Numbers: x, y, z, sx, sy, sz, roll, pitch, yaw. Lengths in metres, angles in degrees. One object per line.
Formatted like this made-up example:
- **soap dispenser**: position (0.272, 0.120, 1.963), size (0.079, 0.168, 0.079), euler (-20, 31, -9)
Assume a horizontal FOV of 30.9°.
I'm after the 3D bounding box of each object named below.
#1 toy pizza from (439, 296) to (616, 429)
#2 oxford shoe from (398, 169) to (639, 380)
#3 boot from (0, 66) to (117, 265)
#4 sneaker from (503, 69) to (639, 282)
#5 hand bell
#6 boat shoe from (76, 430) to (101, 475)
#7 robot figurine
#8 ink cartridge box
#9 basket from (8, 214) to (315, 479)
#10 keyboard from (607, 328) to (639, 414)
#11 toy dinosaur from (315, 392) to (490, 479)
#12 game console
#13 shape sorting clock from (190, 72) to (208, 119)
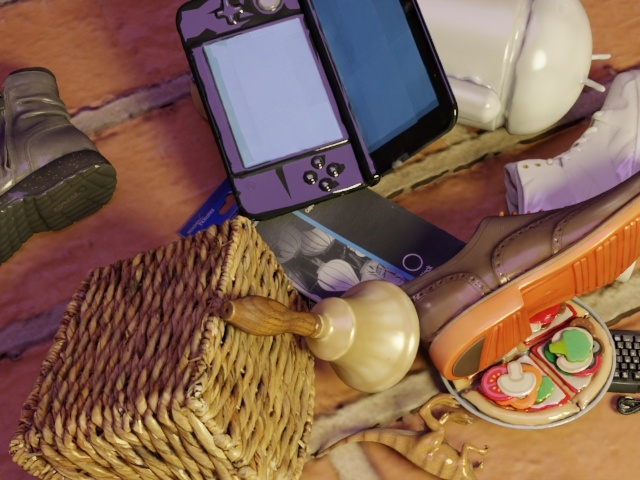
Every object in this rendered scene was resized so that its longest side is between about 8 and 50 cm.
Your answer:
- **toy pizza**: position (0.232, 0.123, 1.311), size (0.201, 0.032, 0.201), euler (-4, 49, 5)
- **oxford shoe**: position (0.249, 0.000, 1.283), size (0.363, 0.130, 0.133), euler (-32, 60, -10)
- **boot**: position (-0.444, -0.076, 1.441), size (0.338, 0.118, 0.223), euler (-26, 58, -25)
- **sneaker**: position (0.313, -0.101, 1.418), size (0.169, 0.108, 0.292), euler (12, 62, 5)
- **hand bell**: position (-0.017, 0.087, 1.185), size (0.126, 0.242, 0.126), euler (-9, 76, 37)
- **boat shoe**: position (-0.171, 0.345, 1.182), size (0.116, 0.123, 0.324), euler (-47, 70, 15)
- **robot figurine**: position (0.185, -0.247, 1.454), size (0.353, 0.200, 0.300), euler (14, 43, 11)
- **ink cartridge box**: position (0.000, 0.000, 1.397), size (0.332, 0.065, 0.165), euler (29, 65, 18)
- **basket**: position (-0.145, 0.158, 1.216), size (0.223, 0.213, 0.299), euler (-19, 33, 20)
- **keyboard**: position (0.367, 0.149, 1.318), size (0.180, 0.023, 0.108), euler (2, 60, 5)
- **toy dinosaur**: position (0.112, 0.223, 1.260), size (0.211, 0.064, 0.112), euler (23, 64, 15)
- **game console**: position (-0.015, -0.205, 1.338), size (0.250, 0.173, 0.293), euler (-18, 78, -8)
- **shape sorting clock**: position (-0.084, -0.239, 1.516), size (0.206, 0.040, 0.206), euler (-20, 53, 28)
